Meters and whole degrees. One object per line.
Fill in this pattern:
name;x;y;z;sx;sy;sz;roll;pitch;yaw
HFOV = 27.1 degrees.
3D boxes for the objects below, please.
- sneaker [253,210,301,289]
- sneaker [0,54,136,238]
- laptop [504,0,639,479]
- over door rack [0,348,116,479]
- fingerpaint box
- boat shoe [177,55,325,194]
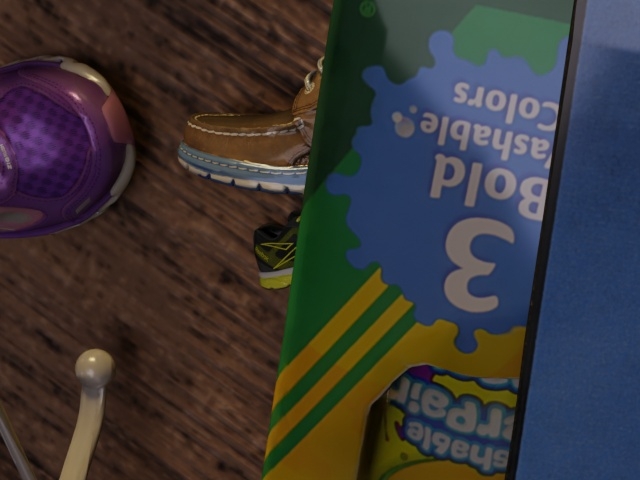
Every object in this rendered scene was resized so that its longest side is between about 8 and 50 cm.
sneaker;0.000;0.000;0.655;0.083;0.031;0.035;-17;100;27
sneaker;-0.210;-0.032;0.692;0.236;0.104;0.095;-8;103;24
laptop;0.224;0.128;0.294;0.382;0.408;0.236;8;145;10
over door rack;-0.244;0.067;0.696;0.240;0.108;0.324;1;139;23
fingerpaint box;0.208;0.085;0.492;0.445;0.163;0.371;14;113;9
boat shoe;0.022;-0.057;0.613;0.183;0.066;0.066;2;104;12
